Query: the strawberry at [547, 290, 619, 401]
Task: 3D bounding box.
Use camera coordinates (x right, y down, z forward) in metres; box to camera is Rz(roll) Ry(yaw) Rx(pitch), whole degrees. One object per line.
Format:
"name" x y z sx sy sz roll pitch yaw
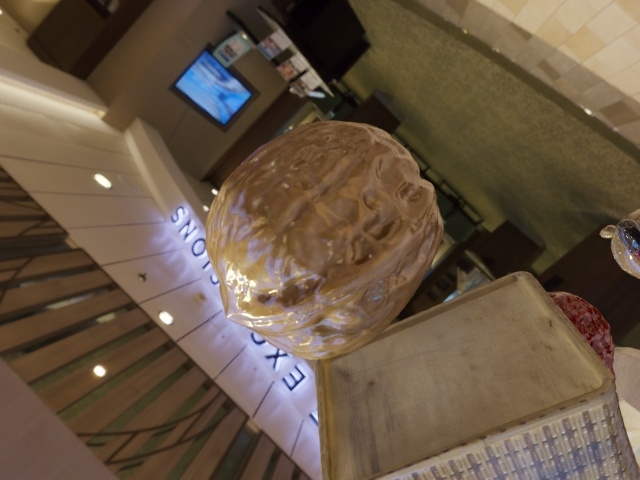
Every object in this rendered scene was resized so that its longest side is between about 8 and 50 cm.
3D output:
"strawberry" 0.386 0.259 0.886 0.317 0.345 0.295 33 -178 -4

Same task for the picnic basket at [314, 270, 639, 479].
"picnic basket" 0.161 0.210 0.604 0.175 0.312 0.228 61 -170 -25

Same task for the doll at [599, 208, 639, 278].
"doll" 0.651 0.031 0.929 0.234 0.175 0.330 7 -161 18

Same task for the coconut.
"coconut" 0.681 0.381 1.141 0.237 0.266 0.237 40 166 12

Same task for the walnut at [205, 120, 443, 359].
"walnut" 0.000 0.000 0.458 0.213 0.213 0.213 44 -173 -6
